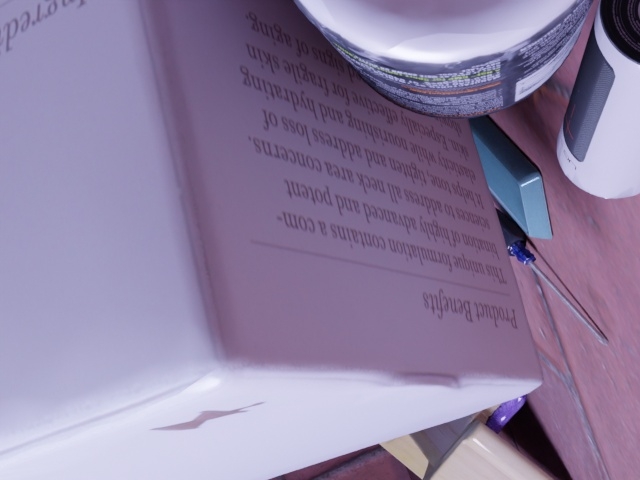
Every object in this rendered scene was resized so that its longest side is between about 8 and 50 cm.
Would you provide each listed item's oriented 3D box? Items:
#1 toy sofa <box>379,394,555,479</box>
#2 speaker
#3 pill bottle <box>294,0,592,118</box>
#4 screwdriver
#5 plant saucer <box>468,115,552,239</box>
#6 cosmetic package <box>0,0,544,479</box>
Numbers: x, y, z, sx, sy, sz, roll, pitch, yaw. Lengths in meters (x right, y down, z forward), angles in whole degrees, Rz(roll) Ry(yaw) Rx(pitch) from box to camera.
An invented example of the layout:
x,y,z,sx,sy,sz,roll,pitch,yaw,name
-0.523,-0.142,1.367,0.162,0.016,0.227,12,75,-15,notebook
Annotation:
x,y,z,sx,sy,sz,roll,pitch,yaw,name
0.175,0.232,1.289,0.150,0.177,0.362,40,179,-9,toy sofa
0.141,-0.067,0.496,0.055,0.055,0.136,63,175,18,speaker
0.059,-0.124,0.498,0.130,0.130,0.246,64,-172,4,pill bottle
0.172,0.023,0.859,0.170,0.024,0.025,50,137,47,screwdriver
0.123,-0.074,0.865,0.192,0.018,0.067,-120,7,-49,plant saucer
-0.119,-0.057,0.658,0.329,0.327,0.393,14,-122,-57,cosmetic package
